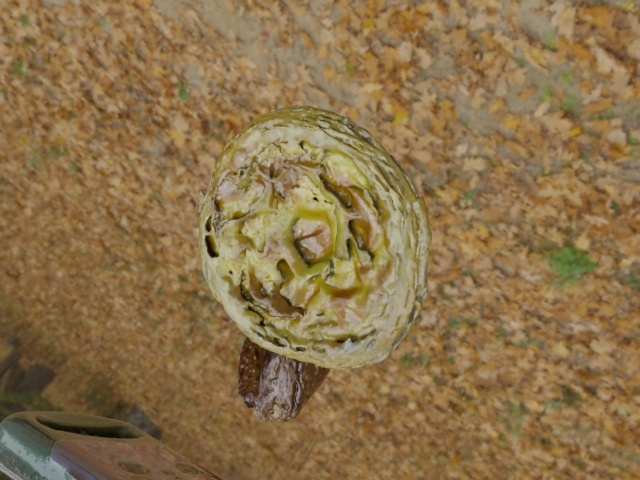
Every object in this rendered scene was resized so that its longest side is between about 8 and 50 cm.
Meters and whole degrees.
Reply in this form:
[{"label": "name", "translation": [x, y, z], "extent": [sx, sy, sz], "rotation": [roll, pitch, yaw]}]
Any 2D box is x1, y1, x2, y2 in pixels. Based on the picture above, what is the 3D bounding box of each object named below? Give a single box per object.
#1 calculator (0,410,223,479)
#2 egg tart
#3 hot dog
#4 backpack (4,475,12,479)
[{"label": "calculator", "translation": [-0.123, 0.178, 0.532], "extent": [0.246, 0.045, 0.141], "rotation": [19, 174, 33]}, {"label": "egg tart", "translation": [0.000, 0.000, 0.368], "extent": [0.128, 0.049, 0.129], "rotation": [9, 108, 27]}, {"label": "hot dog", "translation": [-0.027, 0.179, 1.517], "extent": [0.174, 0.388, 0.267], "rotation": [44, 154, -8]}, {"label": "backpack", "translation": [-0.229, 0.254, 0.648], "extent": [0.105, 0.165, 0.120], "rotation": [24, -179, 44]}]
